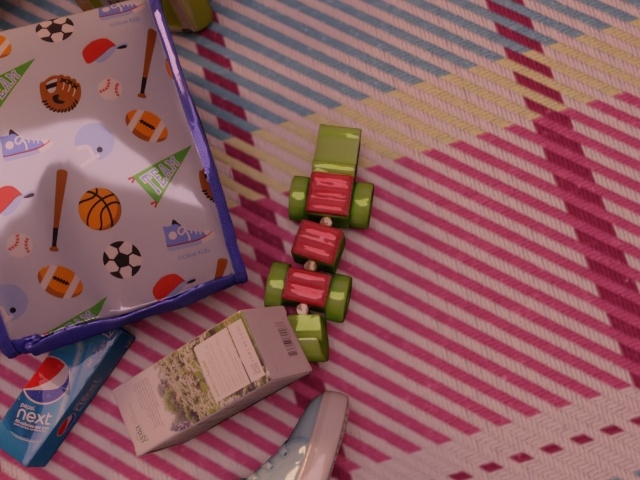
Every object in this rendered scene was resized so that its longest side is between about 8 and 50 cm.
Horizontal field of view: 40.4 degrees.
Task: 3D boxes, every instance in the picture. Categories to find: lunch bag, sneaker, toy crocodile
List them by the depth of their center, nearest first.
[{"bbox_3d":[-0.090,0.335,1.072,0.150,0.135,0.366,26,78,4],"label":"sneaker"},{"bbox_3d":[-0.300,-0.071,1.126,0.327,0.239,0.385,-19,76,-10],"label":"lunch bag"},{"bbox_3d":[0.000,0.000,1.171,0.115,0.105,0.341,12,76,6],"label":"toy crocodile"}]

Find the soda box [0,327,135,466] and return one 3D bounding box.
[{"bbox_3d":[-0.340,0.194,1.154,0.067,0.071,0.210,31,79,10],"label":"soda box"}]

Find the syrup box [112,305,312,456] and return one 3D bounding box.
[{"bbox_3d":[-0.139,0.177,1.087,0.237,0.096,0.093,-33,73,26],"label":"syrup box"}]

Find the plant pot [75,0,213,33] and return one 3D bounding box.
[{"bbox_3d":[-0.257,-0.426,1.240,0.228,0.227,0.207,5,81,4],"label":"plant pot"}]
